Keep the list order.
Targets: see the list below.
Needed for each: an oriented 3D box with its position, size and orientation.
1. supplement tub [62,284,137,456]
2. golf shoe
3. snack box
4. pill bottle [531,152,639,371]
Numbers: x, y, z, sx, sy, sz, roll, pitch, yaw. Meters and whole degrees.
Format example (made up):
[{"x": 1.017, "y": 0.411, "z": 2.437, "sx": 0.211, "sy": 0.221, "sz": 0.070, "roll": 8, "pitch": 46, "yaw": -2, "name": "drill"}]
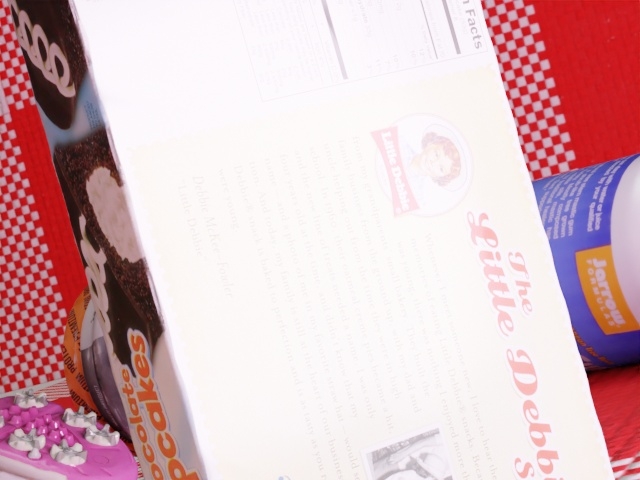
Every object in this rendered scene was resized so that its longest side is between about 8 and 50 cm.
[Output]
[{"x": -0.032, "y": 0.067, "z": 1.332, "sx": 0.316, "sy": 0.193, "sz": 0.193, "roll": -15, "pitch": 1, "yaw": 40, "name": "supplement tub"}, {"x": -0.263, "y": 0.179, "z": 1.366, "sx": 0.306, "sy": 0.140, "sz": 0.115, "roll": 11, "pitch": 13, "yaw": 33, "name": "golf shoe"}, {"x": 0.000, "y": 0.000, "z": 0.729, "sx": 0.187, "sy": 0.322, "sz": 0.060, "roll": -15, "pitch": 0, "yaw": -32, "name": "snack box"}, {"x": 0.227, "y": 0.016, "z": 1.333, "sx": 0.152, "sy": 0.152, "sz": 0.272, "roll": -16, "pitch": 1, "yaw": -43, "name": "pill bottle"}]
